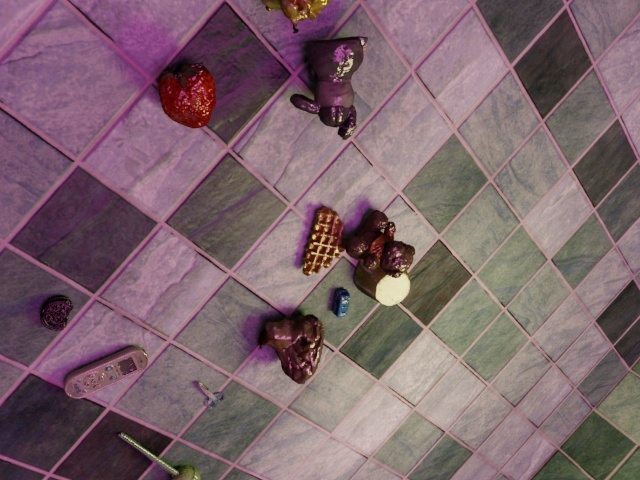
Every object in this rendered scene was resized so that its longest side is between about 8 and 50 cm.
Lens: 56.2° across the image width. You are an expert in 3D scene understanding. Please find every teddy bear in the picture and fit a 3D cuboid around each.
[{"bbox_3d":[0.179,0.027,1.746,0.177,0.190,0.140,-52,166,-30],"label":"teddy bear"},{"bbox_3d":[0.015,-0.388,1.487,0.171,0.144,0.251,7,110,-9],"label":"teddy bear"}]

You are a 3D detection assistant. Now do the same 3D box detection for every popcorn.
[{"bbox_3d":[-0.047,-0.556,1.326,0.168,0.195,0.174,20,109,-33],"label":"popcorn"}]

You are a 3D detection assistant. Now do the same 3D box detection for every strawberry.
[{"bbox_3d":[-0.297,-0.322,1.352,0.131,0.131,0.148,-15,112,-21],"label":"strawberry"}]

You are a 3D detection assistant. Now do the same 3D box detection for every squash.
[{"bbox_3d":[0.197,0.117,1.841,0.170,0.123,0.170,-9,117,-18],"label":"squash"}]

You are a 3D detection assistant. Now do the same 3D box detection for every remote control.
[{"bbox_3d":[-0.565,0.347,1.586,0.221,0.042,0.078,-23,122,-18],"label":"remote control"}]

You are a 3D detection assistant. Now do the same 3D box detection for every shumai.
[{"bbox_3d":[-0.092,0.308,1.757,0.175,0.166,0.206,15,81,-24],"label":"shumai"}]

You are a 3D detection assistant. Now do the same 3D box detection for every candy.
[{"bbox_3d":[-0.480,0.660,1.778,0.335,0.093,0.092,49,43,-27],"label":"candy"}]

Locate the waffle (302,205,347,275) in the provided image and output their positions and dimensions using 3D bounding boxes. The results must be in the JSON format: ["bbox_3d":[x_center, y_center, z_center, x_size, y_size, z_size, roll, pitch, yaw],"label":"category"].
[{"bbox_3d":[0.000,0.000,1.717,0.160,0.046,0.192,-27,123,-15],"label":"waffle"}]

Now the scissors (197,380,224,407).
[{"bbox_3d":[-0.332,0.453,1.780,0.058,0.014,0.119,-39,129,-12],"label":"scissors"}]

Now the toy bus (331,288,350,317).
[{"bbox_3d":[0.065,0.193,1.846,0.038,0.046,0.083,-2,116,-28],"label":"toy bus"}]

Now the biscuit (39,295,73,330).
[{"bbox_3d":[-0.642,0.180,1.470,0.087,0.027,0.089,-33,124,-9],"label":"biscuit"}]
